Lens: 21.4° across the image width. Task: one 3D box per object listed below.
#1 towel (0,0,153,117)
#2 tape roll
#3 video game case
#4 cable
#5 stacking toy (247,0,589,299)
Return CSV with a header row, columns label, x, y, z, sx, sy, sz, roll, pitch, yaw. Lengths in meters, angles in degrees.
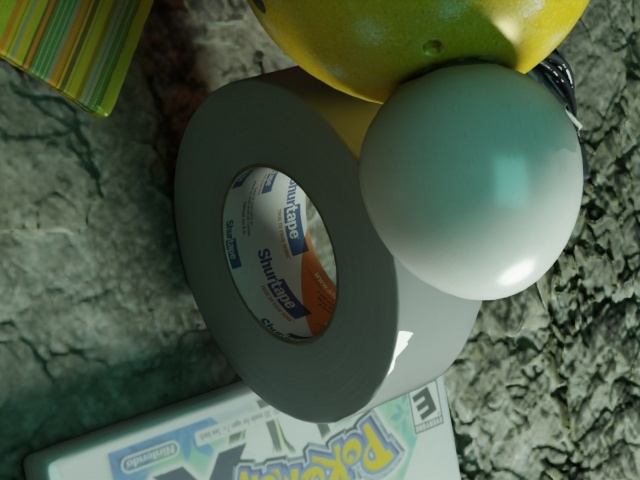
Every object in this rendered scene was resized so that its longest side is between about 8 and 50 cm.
label,x,y,z,sx,sy,sz,roll,pitch,yaw
towel,-0.207,-0.172,1.023,0.237,0.021,0.102,32,66,-33
tape roll,0.000,0.000,1.056,0.072,0.219,0.219,-19,102,-36
video game case,-0.025,0.241,1.153,0.329,0.036,0.300,-16,100,-37
cable,0.134,-0.092,1.269,0.184,0.047,0.150,5,87,-37
stacking toy,0.048,-0.199,0.930,0.351,0.350,0.480,7,64,-38
